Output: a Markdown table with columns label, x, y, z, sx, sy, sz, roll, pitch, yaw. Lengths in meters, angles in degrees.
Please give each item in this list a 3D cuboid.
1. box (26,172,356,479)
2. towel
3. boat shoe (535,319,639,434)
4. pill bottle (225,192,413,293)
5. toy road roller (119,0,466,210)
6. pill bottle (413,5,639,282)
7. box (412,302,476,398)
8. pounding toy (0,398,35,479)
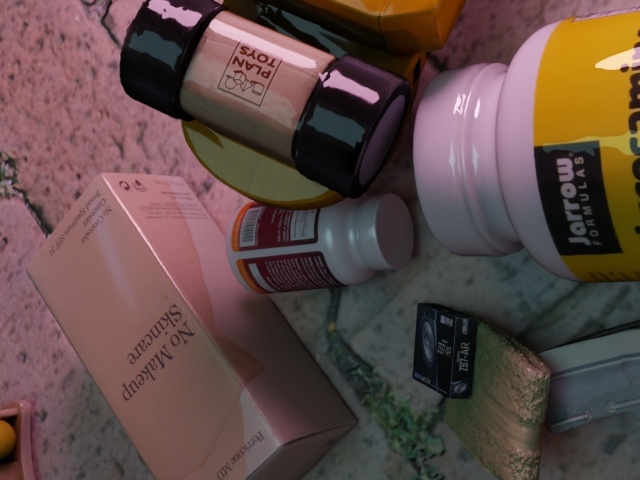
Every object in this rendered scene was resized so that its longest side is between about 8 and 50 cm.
| label | x | y | z | sx | sy | sz | roll | pitch | yaw |
| --- | --- | --- | --- | --- | --- | --- | --- | --- | --- |
| box | -0.125 | 0.097 | 1.031 | 0.148 | 0.121 | 0.311 | -49 | 66 | 24 |
| towel | 0.137 | 0.123 | 0.868 | 0.148 | 0.027 | 0.110 | -139 | 53 | -69 |
| boat shoe | 0.244 | 0.097 | 0.797 | 0.227 | 0.079 | 0.081 | -23 | 83 | 51 |
| pill bottle | 0.000 | 0.000 | 0.966 | 0.152 | 0.086 | 0.086 | -6 | 87 | 34 |
| toy road roller | 0.010 | -0.184 | 0.874 | 0.202 | 0.240 | 0.329 | 25 | 88 | 13 |
| pill bottle | 0.240 | -0.066 | 0.742 | 0.334 | 0.188 | 0.187 | -4 | 89 | 34 |
| box | 0.101 | 0.089 | 0.912 | 0.083 | 0.018 | 0.067 | -162 | 75 | -73 |
| pounding toy | -0.374 | 0.312 | 1.183 | 0.154 | 0.155 | 0.269 | -4 | 89 | 38 |
